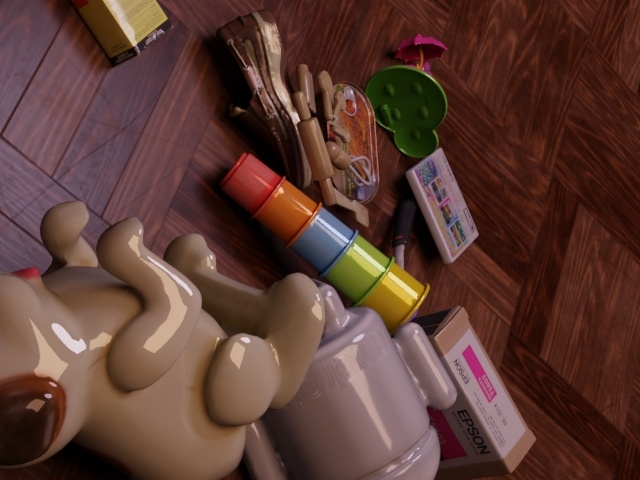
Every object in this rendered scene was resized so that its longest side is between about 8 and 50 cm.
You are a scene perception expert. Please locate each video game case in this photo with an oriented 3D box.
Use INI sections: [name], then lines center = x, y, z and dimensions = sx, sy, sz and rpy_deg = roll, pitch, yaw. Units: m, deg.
[video game case]
center = 0.192, -0.056, 2.275
dimensions = 0.157, 0.019, 0.143
rpy_deg = 66, 28, -8

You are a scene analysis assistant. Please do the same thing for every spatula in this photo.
[spatula]
center = 0.119, 0.030, 2.145
dimensions = 0.030, 0.084, 0.296
rpy_deg = 51, 34, -35

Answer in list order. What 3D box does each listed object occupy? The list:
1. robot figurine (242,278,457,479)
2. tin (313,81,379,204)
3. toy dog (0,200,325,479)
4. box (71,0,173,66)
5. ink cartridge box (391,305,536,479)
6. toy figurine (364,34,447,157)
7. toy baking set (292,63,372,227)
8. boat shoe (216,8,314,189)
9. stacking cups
[robot figurine]
center = 0.030, 0.228, 1.916
dimensions = 0.300, 0.200, 0.353
rpy_deg = -28, 100, -6
[tin]
center = 0.037, -0.142, 2.157
dimensions = 0.106, 0.040, 0.190
rpy_deg = 13, 70, -47
[toy dog]
center = -0.266, 0.145, 1.628
dimensions = 0.408, 0.284, 0.395
rpy_deg = 8, 107, -46
[box]
center = -0.291, -0.346, 1.870
dimensions = 0.232, 0.058, 0.087
rpy_deg = 57, 46, -18
[ink cartridge box]
center = 0.162, 0.226, 2.056
dimensions = 0.088, 0.193, 0.235
rpy_deg = -42, 108, -44
[toy figurine]
center = 0.155, -0.244, 2.271
dimensions = 0.159, 0.130, 0.173
rpy_deg = -67, 147, -45
[toy baking set]
center = 0.025, -0.131, 2.047
dimensions = 0.197, 0.030, 0.256
rpy_deg = -34, 110, -65
[boat shoe]
center = -0.084, -0.187, 2.027
dimensions = 0.095, 0.095, 0.257
rpy_deg = -18, 98, -14
[stacking cups]
center = 0.000, 0.000, 1.991
dimensions = 0.316, 0.096, 0.096
rpy_deg = 39, 49, -3
